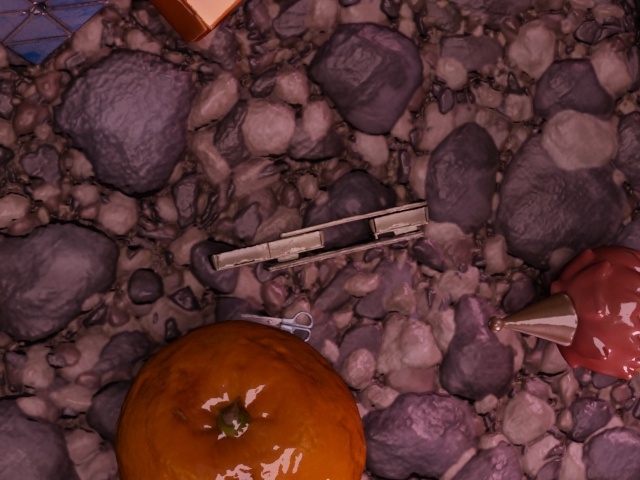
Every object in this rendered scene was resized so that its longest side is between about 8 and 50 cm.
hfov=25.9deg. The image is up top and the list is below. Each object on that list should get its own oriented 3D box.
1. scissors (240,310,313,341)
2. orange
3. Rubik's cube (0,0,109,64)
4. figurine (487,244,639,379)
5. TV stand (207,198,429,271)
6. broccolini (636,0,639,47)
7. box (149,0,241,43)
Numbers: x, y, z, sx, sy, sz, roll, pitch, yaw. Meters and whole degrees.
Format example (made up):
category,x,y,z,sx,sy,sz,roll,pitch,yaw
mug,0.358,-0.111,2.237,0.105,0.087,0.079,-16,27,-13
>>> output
category,x,y,z,sx,sy,sz,roll,pitch,yaw
scissors,-0.049,0.091,1.549,0.083,0.006,0.036,13,89,-12
orange,-0.083,0.213,1.432,0.261,0.261,0.261,-1,94,-12
Rubik's cube,-0.267,-0.237,1.405,0.190,0.178,0.211,15,51,8
figurine,0.372,0.079,1.556,0.386,0.166,0.207,9,73,-16
TV stand,0.000,0.000,1.537,0.249,0.036,0.042,-13,98,-11
broccolini,0.360,-0.303,1.595,0.067,0.058,0.216,-32,93,-49
box,-0.081,-0.398,1.443,0.341,0.143,0.225,-43,100,-5
